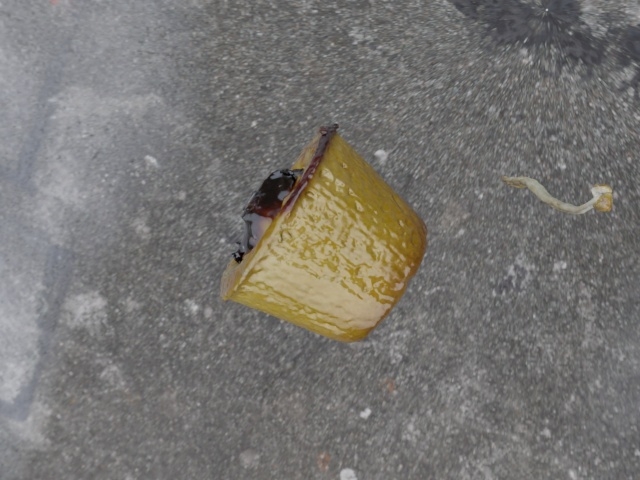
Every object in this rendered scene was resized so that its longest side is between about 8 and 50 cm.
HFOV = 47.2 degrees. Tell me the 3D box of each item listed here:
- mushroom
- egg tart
[{"bbox_3d":[0.235,-0.051,0.770,0.028,0.286,0.026,-30,98,-1],"label":"mushroom"},{"bbox_3d":[0.000,0.000,0.749,0.170,0.215,0.215,34,114,-10],"label":"egg tart"}]
